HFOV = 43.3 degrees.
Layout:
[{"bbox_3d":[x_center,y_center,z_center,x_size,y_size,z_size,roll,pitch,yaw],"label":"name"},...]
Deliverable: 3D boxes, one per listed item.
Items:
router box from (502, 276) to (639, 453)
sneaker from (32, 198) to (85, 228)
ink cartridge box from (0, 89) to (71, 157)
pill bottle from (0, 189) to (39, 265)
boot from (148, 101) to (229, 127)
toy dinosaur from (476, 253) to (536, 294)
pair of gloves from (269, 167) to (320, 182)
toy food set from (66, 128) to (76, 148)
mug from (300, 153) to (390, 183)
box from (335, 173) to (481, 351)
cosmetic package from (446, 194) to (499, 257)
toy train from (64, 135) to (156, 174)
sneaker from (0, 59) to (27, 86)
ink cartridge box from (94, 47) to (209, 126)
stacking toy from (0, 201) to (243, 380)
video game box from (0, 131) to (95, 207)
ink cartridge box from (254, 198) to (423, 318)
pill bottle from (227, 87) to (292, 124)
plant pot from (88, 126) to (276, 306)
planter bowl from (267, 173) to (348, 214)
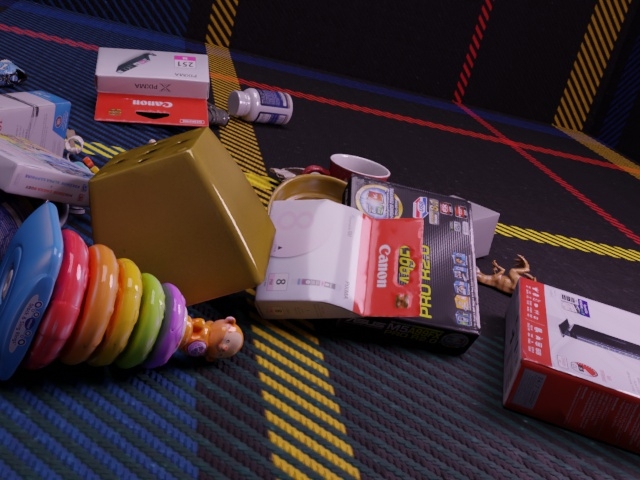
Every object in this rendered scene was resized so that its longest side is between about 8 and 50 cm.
[{"bbox_3d":[0.437,0.192,1.234,0.301,0.082,0.335,18,20,7],"label":"router box"},{"bbox_3d":[-0.482,-0.062,1.192,0.153,0.101,0.268,26,20,34],"label":"sneaker"},{"bbox_3d":[-0.538,-0.181,1.409,0.082,0.140,0.190,24,22,19],"label":"ink cartridge box"},{"bbox_3d":[-0.449,0.009,1.005,0.122,0.123,0.219,17,20,4],"label":"pill bottle"},{"bbox_3d":[-0.366,-0.354,2.100,0.246,0.083,0.161,34,21,23],"label":"boot"},{"bbox_3d":[0.381,0.087,1.526,0.211,0.064,0.112,16,36,28],"label":"toy dinosaur"},{"bbox_3d":[0.026,-0.114,1.792,0.240,0.042,0.204,30,24,32],"label":"pair of gloves"},{"bbox_3d":[-0.583,-0.201,1.593,0.192,0.039,0.132,11,27,-28],"label":"toy food set"},{"bbox_3d":[0.035,-0.067,1.491,0.150,0.169,0.113,21,21,15],"label":"mug"},{"bbox_3d":[0.139,0.032,1.286,0.216,0.060,0.270,13,51,-10],"label":"box"},{"bbox_3d":[0.244,-0.019,1.618,0.127,0.107,0.238,25,25,32],"label":"cosmetic package"},{"bbox_3d":[-0.340,-0.112,1.325,0.166,0.125,0.046,9,-19,-2],"label":"toy train"},{"bbox_3d":[-0.762,-0.400,1.932,0.073,0.063,0.162,22,21,8],"label":"sneaker"},{"bbox_3d":[-0.409,-0.377,1.968,0.275,0.060,0.239,1,43,-12],"label":"ink cartridge box"},{"bbox_3d":[-0.224,0.094,0.958,0.301,0.175,0.166,20,16,-30],"label":"stacking toy"},{"bbox_3d":[-0.419,-0.107,1.110,0.205,0.048,0.187,26,8,26],"label":"video game box"},{"bbox_3d":[0.030,0.024,1.190,0.232,0.066,0.189,-4,51,14],"label":"ink cartridge box"},{"bbox_3d":[-0.170,-0.376,2.253,0.169,0.094,0.094,0,25,-36],"label":"pill bottle"},{"bbox_3d":[-0.196,-0.035,1.093,0.212,0.187,0.212,-15,19,7],"label":"plant pot"},{"bbox_3d":[0.000,0.000,1.355,0.217,0.090,0.217,13,51,-17],"label":"planter bowl"}]
